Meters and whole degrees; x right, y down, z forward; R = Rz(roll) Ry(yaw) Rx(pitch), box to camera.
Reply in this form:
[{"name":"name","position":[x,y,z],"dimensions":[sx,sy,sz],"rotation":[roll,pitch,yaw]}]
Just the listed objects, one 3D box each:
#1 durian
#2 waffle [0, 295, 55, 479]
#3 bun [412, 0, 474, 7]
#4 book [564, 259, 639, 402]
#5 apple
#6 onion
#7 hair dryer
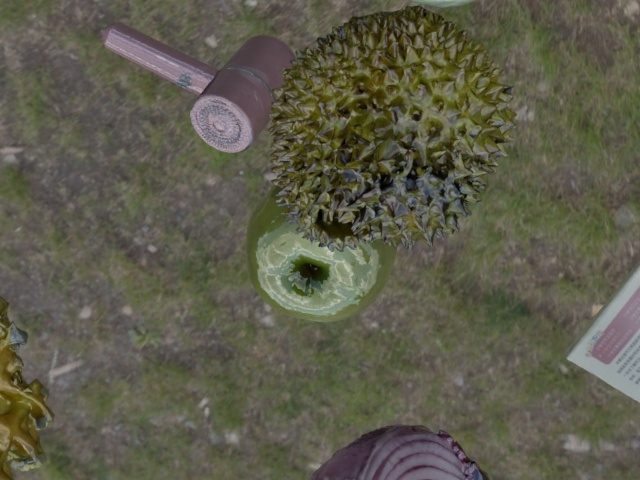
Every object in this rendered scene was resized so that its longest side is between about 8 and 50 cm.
[{"name":"durian","position":[0.063,-0.104,0.901],"dimensions":[0.258,0.258,0.293],"rotation":[49,137,-12]},{"name":"waffle","position":[-0.369,0.147,0.734],"dimensions":[0.060,0.280,0.262],"rotation":[-30,74,41]},{"name":"bun","position":[0.099,-0.298,0.709],"dimensions":[0.195,0.118,0.195],"rotation":[-8,122,-13]},{"name":"book","position":[0.427,0.137,0.965],"dimensions":[0.232,0.022,0.162],"rotation":[32,118,5]},{"name":"apple","position":[0.000,0.000,1.397],"dimensions":[0.279,0.279,0.279],"rotation":[7,119,13]},{"name":"onion","position":[0.073,0.285,0.797],"dimensions":[0.120,0.283,0.227],"rotation":[-9,87,36]},{"name":"hair dryer","position":[-0.229,-0.319,1.502],"dimensions":[0.352,0.210,0.125],"rotation":[28,142,4]}]
